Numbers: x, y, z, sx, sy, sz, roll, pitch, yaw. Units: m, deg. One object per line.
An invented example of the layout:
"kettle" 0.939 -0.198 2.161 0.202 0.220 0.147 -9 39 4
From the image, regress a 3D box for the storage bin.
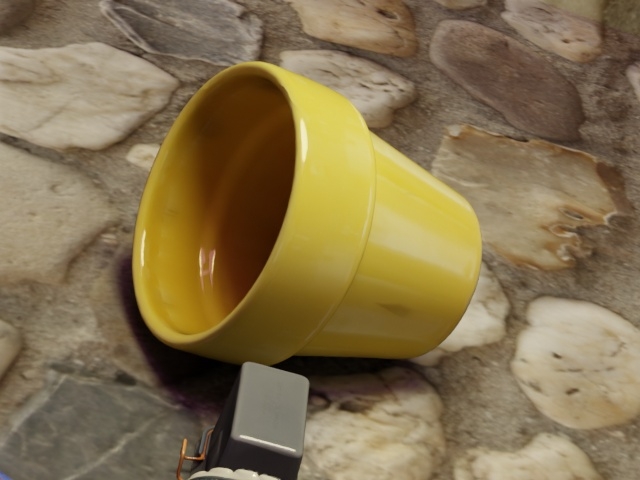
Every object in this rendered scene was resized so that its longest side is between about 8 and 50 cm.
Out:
"storage bin" -0.054 0.158 1.264 0.098 0.091 0.135 16 27 -5

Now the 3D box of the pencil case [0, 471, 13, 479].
"pencil case" -0.213 0.202 1.055 0.306 0.119 0.133 28 53 16

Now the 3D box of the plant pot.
"plant pot" 0.000 0.000 1.446 0.239 0.254 0.254 20 23 -34

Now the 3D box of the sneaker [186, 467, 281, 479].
"sneaker" -0.021 0.253 1.109 0.110 0.107 0.275 -21 46 -37
